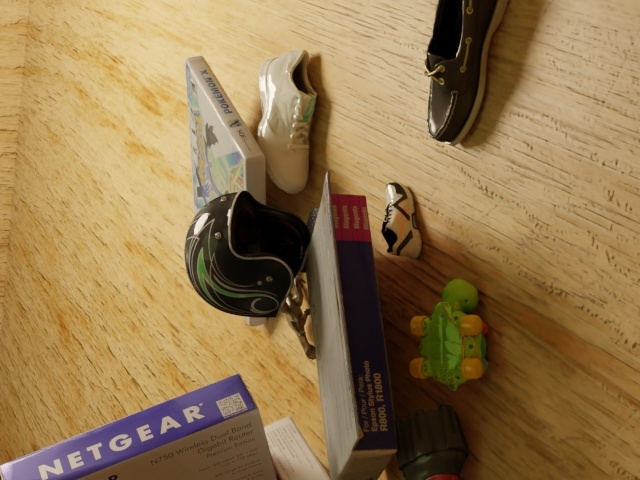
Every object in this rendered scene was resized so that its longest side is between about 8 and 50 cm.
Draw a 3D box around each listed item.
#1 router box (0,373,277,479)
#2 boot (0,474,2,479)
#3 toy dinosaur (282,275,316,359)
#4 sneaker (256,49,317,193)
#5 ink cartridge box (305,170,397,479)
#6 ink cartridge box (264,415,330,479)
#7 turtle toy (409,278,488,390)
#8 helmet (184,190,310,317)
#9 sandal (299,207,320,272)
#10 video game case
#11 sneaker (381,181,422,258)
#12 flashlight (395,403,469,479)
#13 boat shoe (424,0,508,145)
[{"bbox_3d":[-0.222,0.367,1.706,0.082,0.336,0.301,-126,19,-51],"label":"router box"},{"bbox_3d":[-0.512,0.451,2.355,0.367,0.445,0.146,-49,47,51],"label":"boot"},{"bbox_3d":[-0.044,0.094,1.866,0.092,0.053,0.183,88,164,-57],"label":"toy dinosaur"},{"bbox_3d":[-0.039,-0.177,1.868,0.094,0.080,0.212,-18,74,44],"label":"sneaker"},{"bbox_3d":[0.040,0.121,1.586,0.330,0.071,0.324,107,158,-69],"label":"ink cartridge box"},{"bbox_3d":[0.009,0.430,1.767,0.296,0.066,0.261,-129,21,-51],"label":"ink cartridge box"},{"bbox_3d":[0.157,0.109,1.481,0.095,0.066,0.130,-3,84,39],"label":"turtle toy"},{"bbox_3d":[-0.109,0.019,1.760,0.169,0.162,0.169,-157,90,-88],"label":"helmet"},{"bbox_3d":[0.000,0.000,1.828,0.179,0.040,0.067,125,145,-69],"label":"sandal"},{"bbox_3d":[-0.150,-0.078,2.017,0.300,0.036,0.329,-122,26,-46],"label":"video game case"},{"bbox_3d":[0.097,-0.028,1.626,0.040,0.044,0.109,126,138,-51],"label":"sneaker"},{"bbox_3d":[0.156,0.339,1.456,0.103,0.103,0.304,71,-172,-62],"label":"flashlight"},{"bbox_3d":[0.155,-0.220,1.488,0.081,0.069,0.227,46,129,54],"label":"boat shoe"}]
